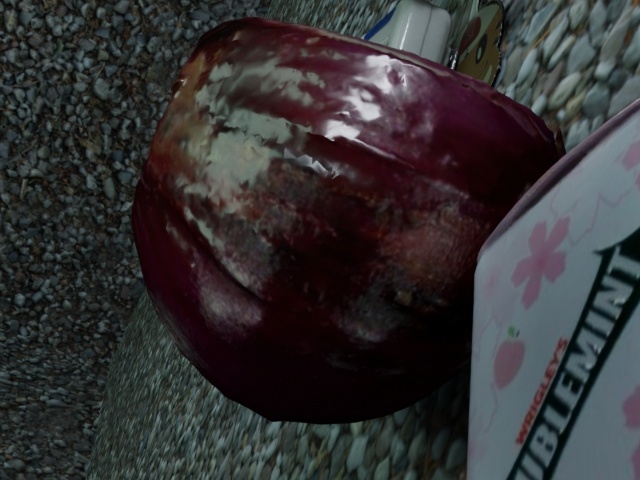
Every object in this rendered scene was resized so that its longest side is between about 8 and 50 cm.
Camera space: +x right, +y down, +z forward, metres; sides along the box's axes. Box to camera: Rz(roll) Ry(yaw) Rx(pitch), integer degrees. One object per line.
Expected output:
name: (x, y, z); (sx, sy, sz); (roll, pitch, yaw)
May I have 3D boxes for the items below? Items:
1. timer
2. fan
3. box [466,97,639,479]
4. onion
timer: (0.063, -0.113, 1.014); (0.178, 0.078, 0.253); (164, 124, -73)
fan: (0.152, -0.206, 0.977); (0.152, 0.008, 0.227); (134, 153, -59)
box: (0.132, 0.127, 0.368); (0.190, 0.112, 0.370); (126, 160, -48)
onion: (0.000, 0.000, 0.679); (0.260, 0.282, 0.336); (-65, 14, 0)
